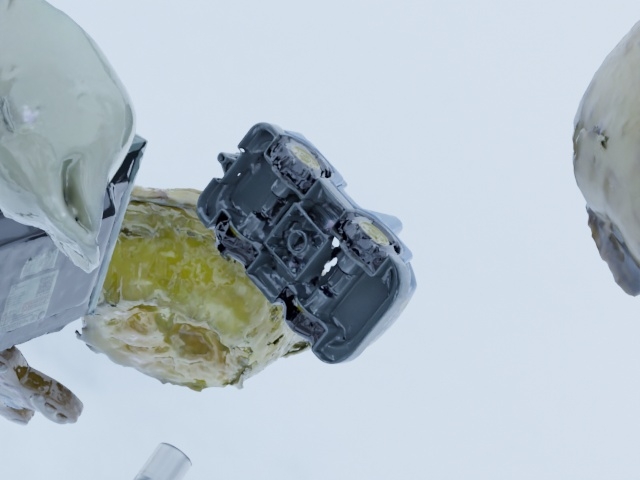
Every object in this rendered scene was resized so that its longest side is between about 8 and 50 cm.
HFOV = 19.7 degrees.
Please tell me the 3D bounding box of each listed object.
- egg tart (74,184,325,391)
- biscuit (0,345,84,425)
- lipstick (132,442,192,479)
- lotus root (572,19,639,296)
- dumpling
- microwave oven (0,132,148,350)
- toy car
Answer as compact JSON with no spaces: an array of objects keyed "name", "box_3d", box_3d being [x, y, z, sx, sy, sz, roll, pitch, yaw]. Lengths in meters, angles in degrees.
[{"name":"egg tart","box_3d":[-0.137,0.059,1.814,0.315,0.315,0.120,17,61,2]},{"name":"biscuit","box_3d":[-0.284,0.112,1.514,0.138,0.205,0.031,44,65,-32]},{"name":"lipstick","box_3d":[-0.174,0.255,1.729,0.040,0.040,0.141,29,61,11]},{"name":"lotus root","box_3d":[0.221,-0.069,0.652,0.146,0.284,0.160,26,34,-45]},{"name":"dumpling","box_3d":[-0.073,-0.030,0.472,0.043,0.059,0.077,-37,98,-14]},{"name":"microwave oven","box_3d":[-0.307,-0.015,1.282,0.237,0.181,0.295,33,29,23]},{"name":"toy car","box_3d":[0.000,0.000,1.375,0.191,0.097,0.100,49,23,26]}]
